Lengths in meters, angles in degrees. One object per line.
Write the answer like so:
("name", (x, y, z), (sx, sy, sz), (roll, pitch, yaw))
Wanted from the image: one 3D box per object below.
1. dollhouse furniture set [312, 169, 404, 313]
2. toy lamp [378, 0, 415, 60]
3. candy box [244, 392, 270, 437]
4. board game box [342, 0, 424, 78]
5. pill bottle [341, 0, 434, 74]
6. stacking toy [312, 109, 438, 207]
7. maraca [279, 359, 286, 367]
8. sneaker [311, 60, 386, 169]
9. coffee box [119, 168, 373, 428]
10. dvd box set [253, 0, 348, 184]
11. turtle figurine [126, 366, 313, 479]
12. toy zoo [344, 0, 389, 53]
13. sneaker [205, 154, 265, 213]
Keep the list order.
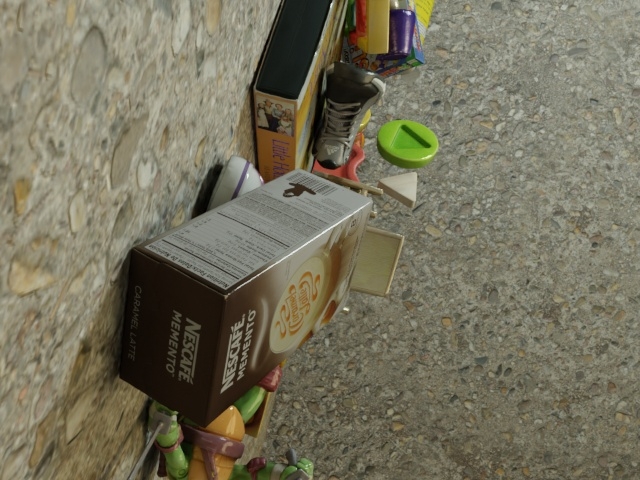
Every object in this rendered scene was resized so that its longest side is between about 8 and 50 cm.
("dollhouse furniture set", (0.000, 0.000, 1.163), (0.242, 0.160, 0.212), (-152, -103, -68))
("toy lamp", (0.106, -0.425, 1.147), (0.080, 0.080, 0.275), (-38, 124, -85))
("candy box", (-0.112, 0.165, 1.009), (0.053, 0.109, 0.187), (3, 102, -87))
("board game box", (0.095, -0.374, 1.233), (0.035, 0.136, 0.201), (9, 70, -55))
("pill bottle", (0.135, -0.504, 1.390), (0.188, 0.187, 0.334), (18, 88, -87))
("stacking toy", (0.089, -0.152, 1.545), (0.130, 0.279, 0.309), (100, 10, -48))
("maraca", (-0.117, 0.198, 1.233), (0.185, 0.099, 0.127), (-40, 158, -54))
("sneaker", (0.034, -0.168, 1.054), (0.229, 0.086, 0.132), (72, 35, -88))
("coffee box", (-0.061, 0.040, 0.679), (0.246, 0.098, 0.141), (-34, 143, -52))
("dvd box set", (-0.023, -0.229, 1.087), (0.420, 0.062, 0.308), (98, 7, -69))
("turtle figurine", (-0.089, 0.203, 0.823), (0.275, 0.197, 0.267), (108, -5, -68))
("toy zoo", (0.063, -0.380, 1.055), (0.293, 0.030, 0.193), (-107, -167, -67))
("sneaker", (-0.048, -0.001, 0.872), (0.282, 0.160, 0.102), (95, 12, -67))
